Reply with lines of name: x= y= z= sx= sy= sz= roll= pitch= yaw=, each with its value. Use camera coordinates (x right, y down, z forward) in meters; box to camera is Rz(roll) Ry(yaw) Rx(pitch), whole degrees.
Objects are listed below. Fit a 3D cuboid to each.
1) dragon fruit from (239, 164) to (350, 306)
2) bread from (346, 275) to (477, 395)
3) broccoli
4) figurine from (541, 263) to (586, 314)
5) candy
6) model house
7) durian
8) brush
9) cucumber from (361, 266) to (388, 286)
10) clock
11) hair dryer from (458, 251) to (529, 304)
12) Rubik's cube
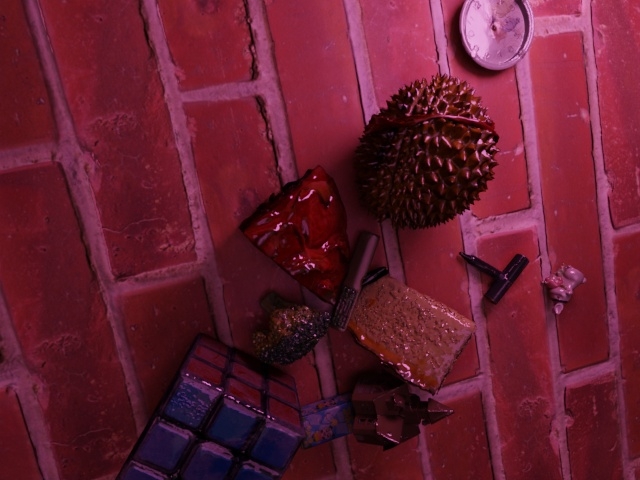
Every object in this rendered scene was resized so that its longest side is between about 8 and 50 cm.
dragon fruit: x=0.002 y=0.000 z=0.997 sx=0.286 sy=0.228 sz=0.329 roll=-38 pitch=100 yaw=-8
bread: x=0.259 y=0.270 z=1.164 sx=0.315 sy=0.279 sz=0.248 roll=33 pitch=87 yaw=29
broccoli: x=-0.090 y=0.216 z=1.043 sx=0.220 sy=0.194 sz=0.194 roll=-35 pitch=102 yaw=-26
figurine: x=0.749 y=0.150 z=1.264 sx=0.098 sy=0.081 sz=0.146 roll=40 pitch=92 yaw=30
candy: x=0.026 y=0.507 z=1.137 sx=0.195 sy=0.062 sz=0.097 roll=-14 pitch=97 yaw=-10
model house: x=0.223 y=0.461 z=1.055 sx=0.248 sy=0.176 sz=0.180 roll=-10 pitch=111 yaw=25
durian: x=0.260 y=-0.211 z=0.998 sx=0.348 sy=0.347 sz=0.384 roll=7 pitch=126 yaw=-13
brush: x=0.090 y=0.110 z=1.086 sx=0.054 sy=0.048 sz=0.282 roll=20 pitch=88 yaw=8
cucumber: x=0.127 y=0.111 z=1.117 sx=0.135 sy=0.034 sz=0.033 roll=-23 pitch=134 yaw=8
clock: x=0.489 y=-0.598 z=1.130 sx=0.237 sy=0.053 sz=0.236 roll=-1 pitch=98 yaw=-11
hair dryer: x=0.514 y=0.069 z=1.211 sx=0.195 sy=0.050 sz=0.173 roll=42 pitch=83 yaw=-10
Rubik's cube: x=-0.245 y=0.443 z=0.939 sx=0.305 sy=0.304 sz=0.300 roll=31 pitch=89 yaw=-7
